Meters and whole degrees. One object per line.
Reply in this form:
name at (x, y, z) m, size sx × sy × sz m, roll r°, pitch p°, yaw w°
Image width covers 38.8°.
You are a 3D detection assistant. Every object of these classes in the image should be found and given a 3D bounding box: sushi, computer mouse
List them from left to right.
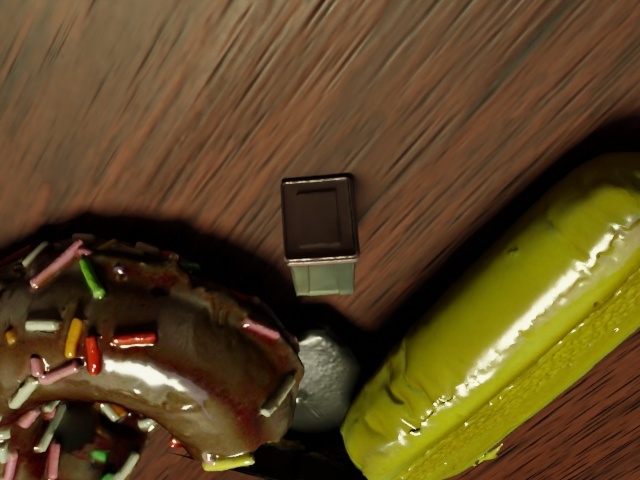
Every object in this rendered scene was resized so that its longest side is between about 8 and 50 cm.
sushi at (0.000, 0.231, 0.926) m, size 0.192 × 0.043 × 0.279 m, roll 23°, pitch 164°, yaw -40°
computer mouse at (0.007, 0.152, 0.899) m, size 0.122 × 0.073 × 0.217 m, roll -28°, pitch 131°, yaw 23°

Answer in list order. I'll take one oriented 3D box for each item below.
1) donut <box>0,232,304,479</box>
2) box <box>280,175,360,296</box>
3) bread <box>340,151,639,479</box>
donut at (-0.204, 0.127, 0.792) m, size 0.345 × 0.136 × 0.259 m, roll -30°, pitch 124°, yaw 28°
box at (0.000, 0.000, 0.732) m, size 0.060 × 0.084 × 0.063 m, roll -4°, pitch 142°, yaw -2°
bread at (0.165, 0.073, 0.780) m, size 0.166 × 0.112 × 0.383 m, roll 12°, pitch 128°, yaw -43°
